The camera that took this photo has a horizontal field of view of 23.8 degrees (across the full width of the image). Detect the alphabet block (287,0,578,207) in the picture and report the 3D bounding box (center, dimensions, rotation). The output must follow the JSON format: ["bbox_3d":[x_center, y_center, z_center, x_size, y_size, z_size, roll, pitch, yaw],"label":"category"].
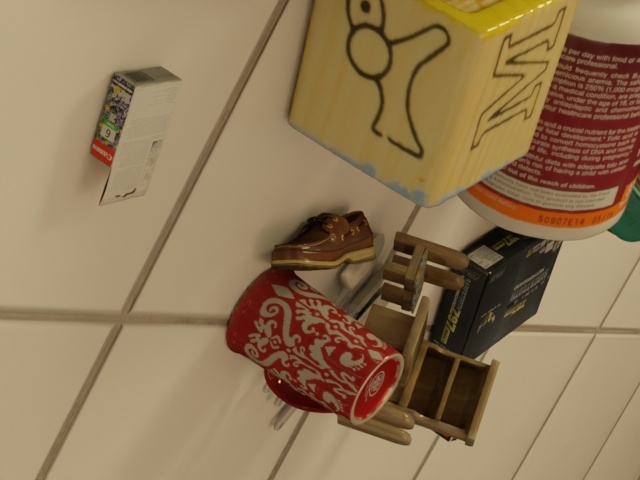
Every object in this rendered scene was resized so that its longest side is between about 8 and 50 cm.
[{"bbox_3d":[0.108,-0.180,1.478,0.193,0.192,0.197,-31,145,-46],"label":"alphabet block"}]

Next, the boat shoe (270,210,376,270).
[{"bbox_3d":[0.001,0.000,1.652,0.178,0.064,0.060,-10,98,-58],"label":"boat shoe"}]

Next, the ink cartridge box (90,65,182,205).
[{"bbox_3d":[-0.162,-0.089,1.291,0.063,0.029,0.115,-17,135,-54],"label":"ink cartridge box"}]

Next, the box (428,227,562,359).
[{"bbox_3d":[0.254,0.064,2.157,0.233,0.059,0.183,-28,144,-45],"label":"box"}]

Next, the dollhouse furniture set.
[{"bbox_3d":[0.130,0.145,1.815,0.242,0.161,0.212,87,22,-70],"label":"dollhouse furniture set"}]

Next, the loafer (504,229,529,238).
[{"bbox_3d":[0.324,-0.063,2.109,0.220,0.080,0.078,-40,149,-32],"label":"loafer"}]

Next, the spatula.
[{"bbox_3d":[0.010,0.113,1.838,0.242,0.019,0.168,-48,159,-18],"label":"spatula"}]

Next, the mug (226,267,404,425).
[{"bbox_3d":[0.002,0.124,1.656,0.113,0.169,0.150,-51,153,-14],"label":"mug"}]

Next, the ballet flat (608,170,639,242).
[{"bbox_3d":[0.361,-0.139,2.016,0.342,0.116,0.124,45,35,-36],"label":"ballet flat"}]

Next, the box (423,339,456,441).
[{"bbox_3d":[0.143,0.191,2.017,0.027,0.137,0.094,3,117,-61],"label":"box"}]

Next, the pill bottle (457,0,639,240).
[{"bbox_3d":[0.289,-0.214,1.712,0.224,0.224,0.392,-32,145,-42],"label":"pill bottle"}]
